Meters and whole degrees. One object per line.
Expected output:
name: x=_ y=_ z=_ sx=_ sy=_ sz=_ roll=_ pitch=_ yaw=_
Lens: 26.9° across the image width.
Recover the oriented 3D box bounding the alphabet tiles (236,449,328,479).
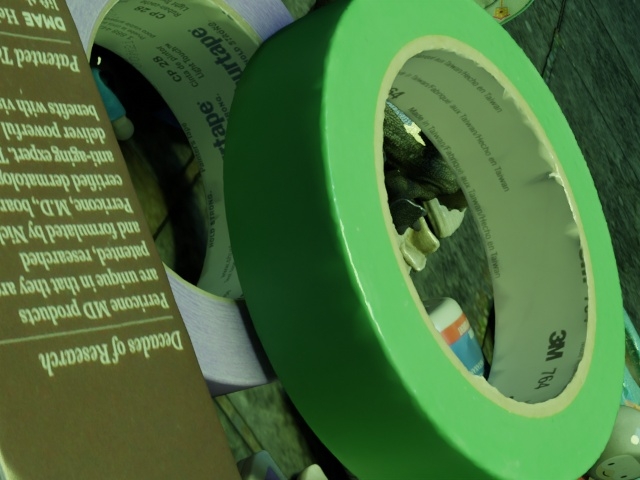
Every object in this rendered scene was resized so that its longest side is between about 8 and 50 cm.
alphabet tiles: x=0.028 y=0.261 z=0.778 sx=0.284 sy=0.021 sz=0.278 roll=55 pitch=16 yaw=-15

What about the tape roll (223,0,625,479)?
tape roll: x=0.076 y=0.000 z=0.821 sx=0.321 sy=0.077 sz=0.321 roll=30 pitch=50 yaw=-43

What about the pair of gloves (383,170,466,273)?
pair of gloves: x=0.061 y=-0.080 z=1.188 sx=0.204 sy=0.042 sz=0.240 roll=63 pitch=27 yaw=-5

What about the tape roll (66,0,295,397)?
tape roll: x=-0.093 y=-0.044 z=0.758 sx=0.275 sy=0.090 sz=0.275 roll=30 pitch=51 yaw=-45

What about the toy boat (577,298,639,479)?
toy boat: x=0.257 y=0.160 z=1.220 sx=0.267 sy=0.148 sz=0.318 roll=65 pitch=25 yaw=-1

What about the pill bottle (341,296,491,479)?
pill bottle: x=0.087 y=0.162 z=0.927 sx=0.221 sy=0.124 sz=0.124 roll=63 pitch=26 yaw=-4

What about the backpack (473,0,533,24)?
backpack: x=0.141 y=-0.300 z=1.387 sx=0.188 sy=0.166 sz=0.144 roll=43 pitch=34 yaw=-32

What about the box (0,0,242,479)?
box: x=-0.186 y=-0.023 z=0.499 sx=0.143 sy=0.191 sz=0.381 roll=0 pitch=68 yaw=-62

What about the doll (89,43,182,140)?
doll: x=-0.118 y=-0.123 z=0.880 sx=0.189 sy=0.046 sz=0.129 roll=21 pitch=59 yaw=-48

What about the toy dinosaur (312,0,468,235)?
toy dinosaur: x=0.051 y=-0.103 z=1.069 sx=0.313 sy=0.121 sz=0.160 roll=35 pitch=12 yaw=-17
